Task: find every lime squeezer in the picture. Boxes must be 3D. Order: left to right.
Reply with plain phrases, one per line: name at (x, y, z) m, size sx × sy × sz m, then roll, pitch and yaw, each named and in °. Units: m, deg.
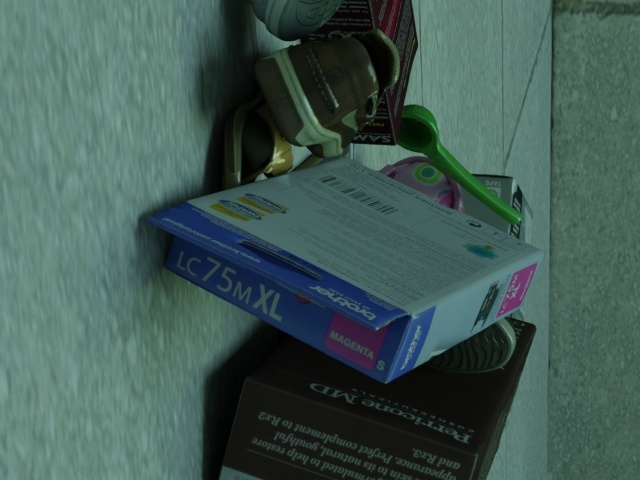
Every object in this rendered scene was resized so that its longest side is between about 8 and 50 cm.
lime squeezer at (0.091, -0.140, 1.765) m, size 0.110 × 0.059 × 0.310 m, roll -17°, pitch 78°, yaw -55°

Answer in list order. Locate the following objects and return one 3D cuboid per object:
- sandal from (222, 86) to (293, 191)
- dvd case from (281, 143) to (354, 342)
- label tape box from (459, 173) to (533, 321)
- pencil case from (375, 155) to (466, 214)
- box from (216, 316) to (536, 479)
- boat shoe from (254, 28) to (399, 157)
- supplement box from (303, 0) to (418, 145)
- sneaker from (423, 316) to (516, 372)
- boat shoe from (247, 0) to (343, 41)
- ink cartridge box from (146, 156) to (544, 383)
sandal at (-0.041, -0.074, 1.360) m, size 0.180 × 0.049 × 0.072 m, roll -59°, pitch 151°, yaw -63°
dvd case at (0.000, 0.000, 1.630) m, size 0.221 × 0.018 × 0.164 m, roll -47°, pitch 139°, yaw -70°
label tape box at (0.214, 0.097, 2.392) m, size 0.240 × 0.106 × 0.333 m, roll 38°, pitch 57°, yaw -74°
pencil case at (0.103, 0.032, 1.884) m, size 0.284 × 0.124 × 0.124 m, roll 75°, pitch 23°, yaw -57°
box at (0.055, 0.149, 1.494) m, size 0.381 × 0.191 × 0.143 m, roll -46°, pitch 152°, yaw -71°
boat shoe at (0.019, -0.118, 1.356) m, size 0.257 × 0.095 × 0.095 m, roll -62°, pitch 127°, yaw -81°
supplement box at (0.033, -0.209, 1.581) m, size 0.239 × 0.073 × 0.130 m, roll 76°, pitch 23°, yaw -51°
sneaker at (0.074, 0.026, 1.467) m, size 0.118 × 0.222 × 0.083 m, roll -45°, pitch 153°, yaw -53°
boat shoe at (0.000, -0.278, 1.400) m, size 0.118 × 0.103 × 0.320 m, roll 108°, pitch 5°, yaw -51°
ink cartridge box at (0.021, 0.017, 1.263) m, size 0.311 × 0.186 × 0.065 m, roll -16°, pitch 129°, yaw -64°
